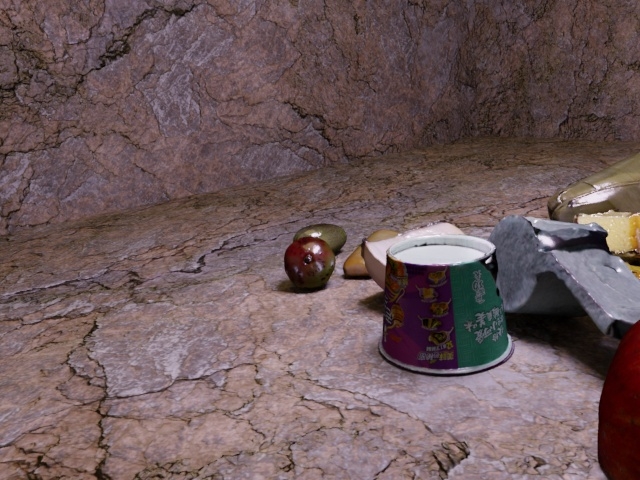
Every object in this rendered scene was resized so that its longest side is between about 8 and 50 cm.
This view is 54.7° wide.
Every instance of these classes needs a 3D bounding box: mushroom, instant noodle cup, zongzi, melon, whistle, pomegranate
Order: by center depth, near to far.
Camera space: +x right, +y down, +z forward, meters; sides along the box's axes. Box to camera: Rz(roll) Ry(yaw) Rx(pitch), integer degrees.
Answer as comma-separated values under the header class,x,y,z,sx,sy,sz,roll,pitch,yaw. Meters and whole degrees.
class,x,y,z,sx,sy,sz,roll,pitch,yaw
whistle,0.453,0.054,1.119,0.168,0.188,0.404,6,3,-17
instant noodle cup,0.223,0.102,1.127,0.251,0.190,0.251,-5,15,1
mushroom,0.226,0.079,1.358,0.236,0.162,0.173,-15,45,-18
pomegranate,-0.031,0.049,1.523,0.129,0.130,0.159,-9,15,-12
zongzi,0.764,-0.031,1.576,0.447,0.181,0.418,-25,47,-1
melon,0.000,0.000,1.742,0.162,0.099,0.099,-9,16,-27

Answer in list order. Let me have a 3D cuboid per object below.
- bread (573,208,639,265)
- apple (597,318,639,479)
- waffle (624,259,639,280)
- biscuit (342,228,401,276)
class,x,y,z,sx,sy,sz,roll,pitch,yaw
bread,0.712,0.009,1.408,0.265,0.142,0.178,4,49,18
apple,0.539,0.217,0.752,0.364,0.295,0.329,11,60,48
waffle,0.681,0.106,1.220,0.245,0.052,0.254,7,21,33
biscuit,0.205,0.032,1.626,0.236,0.062,0.290,2,19,24
